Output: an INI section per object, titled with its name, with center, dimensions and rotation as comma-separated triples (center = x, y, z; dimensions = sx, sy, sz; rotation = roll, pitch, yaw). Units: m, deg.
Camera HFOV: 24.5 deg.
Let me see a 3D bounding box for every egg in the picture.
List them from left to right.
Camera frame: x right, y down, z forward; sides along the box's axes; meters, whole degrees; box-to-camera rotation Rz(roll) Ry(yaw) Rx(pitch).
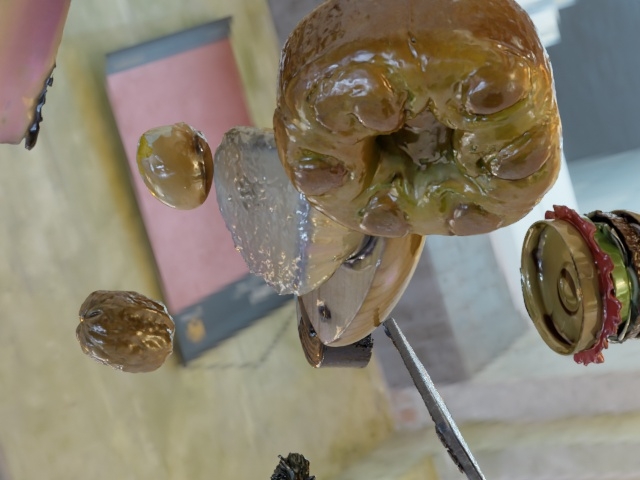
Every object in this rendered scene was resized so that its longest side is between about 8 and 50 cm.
[egg]
center = -0.135, -0.068, 1.380
dimensions = 0.071, 0.083, 0.071
rotation = -14, -179, 0

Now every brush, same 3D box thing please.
[brush]
center = 0.000, 0.000, 1.481
dimensions = 0.166, 0.266, 0.174
rotation = -20, -149, -39

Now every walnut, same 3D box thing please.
[walnut]
center = -0.182, 0.085, 1.381
dimensions = 0.096, 0.079, 0.082
rotation = 17, 133, -31

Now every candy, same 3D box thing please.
[candy]
center = -0.358, -0.232, 1.559
dimensions = 0.116, 0.265, 0.155
rotation = 32, -158, 32

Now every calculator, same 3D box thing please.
[calculator]
center = 0.141, 0.205, 1.722
dimensions = 0.021, 0.161, 0.261
rotation = -31, -151, 3

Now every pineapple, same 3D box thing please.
[pineapple]
center = -0.013, 0.321, 1.742
dimensions = 0.074, 0.074, 0.159
rotation = -20, -128, -16

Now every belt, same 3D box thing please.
[belt]
center = 0.015, 0.085, 1.940
dimensions = 0.078, 0.151, 0.198
rotation = 0, -157, -13

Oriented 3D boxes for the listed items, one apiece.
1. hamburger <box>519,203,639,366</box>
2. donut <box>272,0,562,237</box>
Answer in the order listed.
[hamburger]
center = 0.300, 0.038, 1.556
dimensions = 0.137, 0.175, 0.175
rotation = -11, -172, -19
[donut]
center = 0.071, -0.093, 1.082
dimensions = 0.226, 0.226, 0.114
rotation = -13, -127, 21
